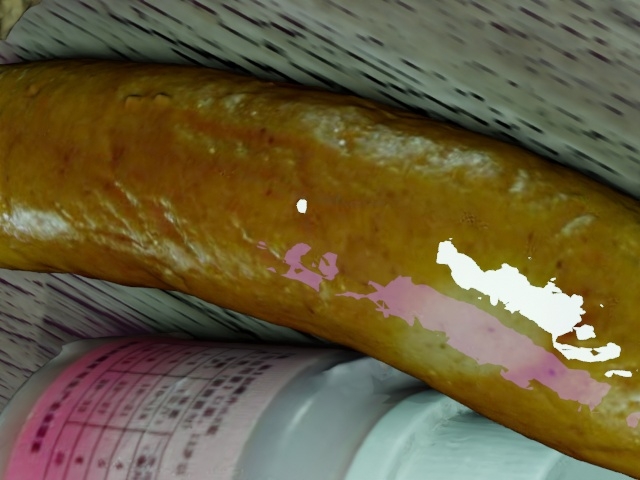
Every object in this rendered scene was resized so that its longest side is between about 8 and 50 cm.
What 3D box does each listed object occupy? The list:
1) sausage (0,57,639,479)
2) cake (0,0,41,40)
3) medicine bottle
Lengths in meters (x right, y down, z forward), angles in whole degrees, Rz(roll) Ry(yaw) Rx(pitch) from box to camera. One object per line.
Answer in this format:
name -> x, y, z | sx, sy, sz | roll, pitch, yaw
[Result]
sausage -> 0.000, -0.002, 0.583 | 0.302, 0.076, 0.103 | 16, 153, 25
cake -> -0.123, -0.128, 0.443 | 0.135, 0.147, 0.134 | 20, 146, 21
medicine bottle -> -0.005, 0.108, 0.666 | 0.247, 0.147, 0.147 | 1, 137, 41
